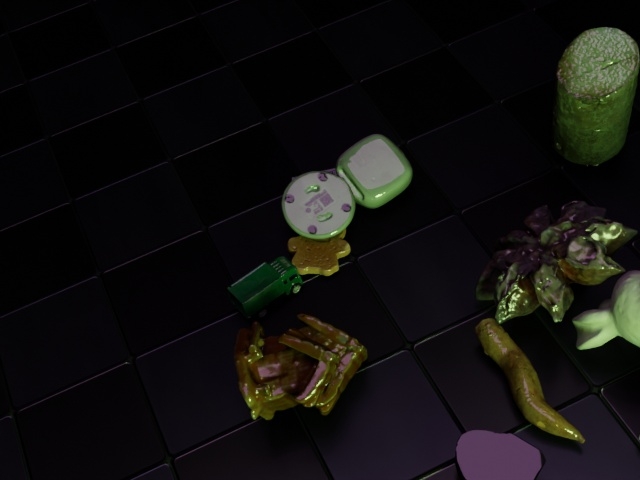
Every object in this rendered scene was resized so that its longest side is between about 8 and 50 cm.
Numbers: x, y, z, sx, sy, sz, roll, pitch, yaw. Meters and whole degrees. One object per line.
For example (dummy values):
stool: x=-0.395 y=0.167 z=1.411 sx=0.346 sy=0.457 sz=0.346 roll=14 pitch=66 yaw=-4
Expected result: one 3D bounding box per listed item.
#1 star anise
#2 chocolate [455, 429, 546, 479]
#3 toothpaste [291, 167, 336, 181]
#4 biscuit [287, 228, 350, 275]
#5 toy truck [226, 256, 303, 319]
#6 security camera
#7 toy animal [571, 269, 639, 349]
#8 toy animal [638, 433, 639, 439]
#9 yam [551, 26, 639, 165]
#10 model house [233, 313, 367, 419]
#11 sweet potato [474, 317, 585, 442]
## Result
star anise: x=0.432 y=0.031 z=1.749 sx=0.332 sy=0.117 sz=0.331 roll=-25 pitch=25 yaw=12
chocolate: x=0.299 y=0.394 z=1.566 sx=0.149 sy=0.080 sz=0.125 roll=5 pitch=63 yaw=6
toothpaste: x=0.043 y=-0.146 z=2.089 sx=0.218 sy=0.033 sz=0.052 roll=-14 pitch=59 yaw=3
biscuit: x=-0.005 y=0.003 z=1.973 sx=0.133 sy=0.027 sz=0.184 roll=-7 pitch=48 yaw=0
toy truck: x=-0.110 y=0.095 z=1.886 sx=0.147 sy=0.079 sz=0.065 roll=-34 pitch=53 yaw=-20
security camera: x=0.055 y=-0.109 z=2.004 sx=0.301 sy=0.080 sz=0.157 roll=-34 pitch=73 yaw=-12
toy animal: x=0.616 y=0.157 z=1.613 sx=0.310 sy=0.247 sz=0.183 roll=32 pitch=44 yaw=14
toy animal: x=0.598 y=0.347 z=1.506 sx=0.367 sy=0.081 sz=0.206 roll=-53 pitch=31 yaw=2
yam: x=0.574 y=-0.293 z=1.950 sx=0.168 sy=0.304 sz=0.168 roll=-5 pitch=60 yaw=9
model house: x=-0.030 y=0.218 z=1.702 sx=0.229 sy=0.199 sz=0.219 roll=-17 pitch=62 yaw=1
sweet potato: x=0.369 y=0.262 z=1.673 sx=0.067 sy=0.059 sz=0.281 roll=0 pitch=46 yaw=-31
